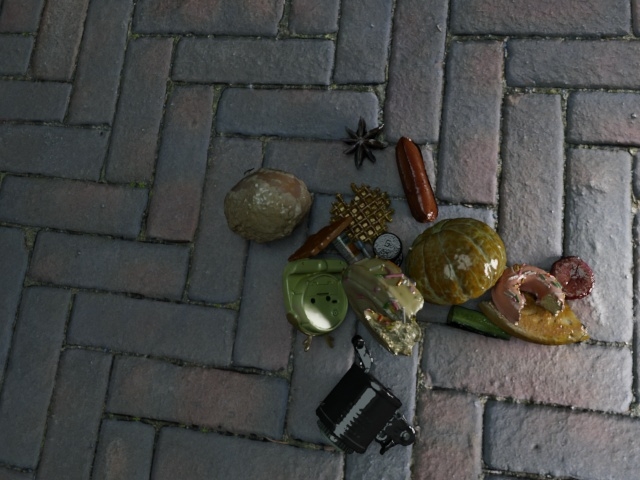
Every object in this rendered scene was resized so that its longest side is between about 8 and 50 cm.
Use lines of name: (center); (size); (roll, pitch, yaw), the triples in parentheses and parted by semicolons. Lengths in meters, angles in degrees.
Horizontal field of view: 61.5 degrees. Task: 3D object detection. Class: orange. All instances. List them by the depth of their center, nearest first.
orange: (0.426, 0.066, 1.730); (0.329, 0.329, 0.249); (-35, 95, -1)

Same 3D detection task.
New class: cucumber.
cucumber: (0.534, 0.283, 1.803); (0.211, 0.062, 0.078); (17, 62, 4)

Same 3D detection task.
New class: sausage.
sausage: (0.337, -0.217, 1.932); (0.102, 0.102, 0.331); (-14, 76, 5)

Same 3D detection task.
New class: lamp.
lamp: (0.110, 0.532, 1.725); (0.272, 0.205, 0.374); (-31, 84, -4)

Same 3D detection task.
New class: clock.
clock: (-0.006, 0.215, 1.819); (0.234, 0.096, 0.308); (0, 84, -37)

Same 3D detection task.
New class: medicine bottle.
medicine bottle: (0.136, 0.063, 1.889); (0.092, 0.061, 0.221); (-38, 89, 36)

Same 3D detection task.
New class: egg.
egg: (-0.186, -0.124, 1.911); (0.310, 0.279, 0.280); (-16, 74, 11)

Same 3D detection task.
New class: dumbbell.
dumbbell: (0.232, 0.041, 1.835); (0.100, 0.191, 0.100); (-2, 76, 8)

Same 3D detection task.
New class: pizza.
pizza: (0.698, 0.245, 1.762); (0.364, 0.074, 0.182); (11, 63, 4)

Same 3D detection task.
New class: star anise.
star anise: (0.165, -0.368, 2.014); (0.180, 0.061, 0.205); (-16, 74, 4)

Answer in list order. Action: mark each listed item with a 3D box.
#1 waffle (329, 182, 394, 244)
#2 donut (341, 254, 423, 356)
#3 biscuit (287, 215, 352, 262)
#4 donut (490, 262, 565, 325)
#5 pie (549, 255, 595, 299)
waffle: (0.147, -0.094, 1.956); (0.231, 0.051, 0.229); (13, 78, 11)
donut: (0.203, 0.196, 1.727); (0.150, 0.371, 0.307); (-38, 58, -16)
biscuit: (0.000, 0.000, 1.890); (0.280, 0.183, 0.043); (-32, 110, 13)
donut: (0.659, 0.159, 1.718); (0.232, 0.085, 0.199); (-11, 56, -16)
pie: (0.840, 0.125, 1.798); (0.153, 0.038, 0.154); (-3, 74, 9)
